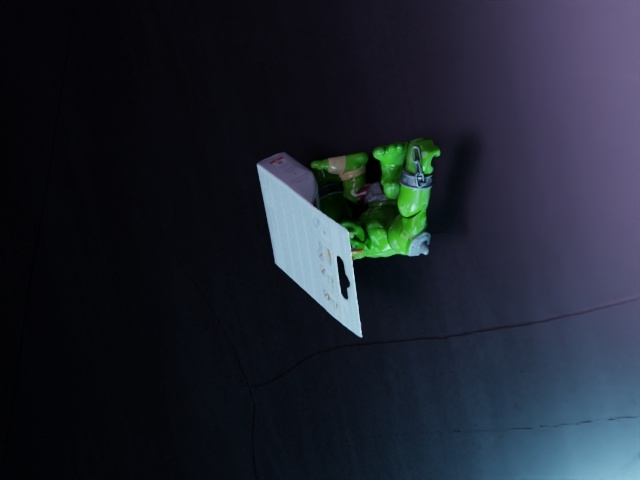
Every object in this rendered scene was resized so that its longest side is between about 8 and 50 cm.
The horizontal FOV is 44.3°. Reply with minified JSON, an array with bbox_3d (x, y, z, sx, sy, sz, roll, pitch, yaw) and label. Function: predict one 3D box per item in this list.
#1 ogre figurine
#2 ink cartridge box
[{"bbox_3d":[0.058,-0.038,0.835,0.197,0.097,0.118,-9,93,36],"label":"ogre figurine"},{"bbox_3d":[0.000,0.000,0.852,0.179,0.045,0.145,36,144,45],"label":"ink cartridge box"}]
